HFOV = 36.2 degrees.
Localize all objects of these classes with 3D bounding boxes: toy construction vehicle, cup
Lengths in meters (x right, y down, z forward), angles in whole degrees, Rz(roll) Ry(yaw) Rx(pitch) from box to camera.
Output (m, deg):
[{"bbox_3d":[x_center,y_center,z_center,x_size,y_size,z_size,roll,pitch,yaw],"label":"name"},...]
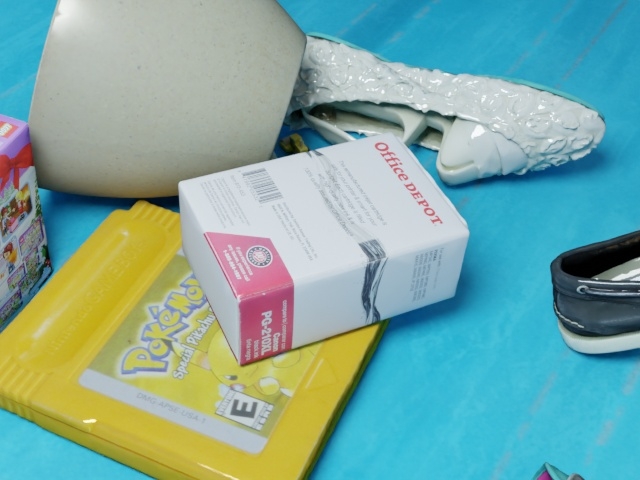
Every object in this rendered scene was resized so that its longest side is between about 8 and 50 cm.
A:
[{"bbox_3d":[-0.029,-0.099,1.177,0.086,0.035,0.098,-22,51,-26],"label":"toy construction vehicle"},{"bbox_3d":[-0.151,-0.179,1.071,0.237,0.331,0.331,18,44,-7],"label":"cup"}]

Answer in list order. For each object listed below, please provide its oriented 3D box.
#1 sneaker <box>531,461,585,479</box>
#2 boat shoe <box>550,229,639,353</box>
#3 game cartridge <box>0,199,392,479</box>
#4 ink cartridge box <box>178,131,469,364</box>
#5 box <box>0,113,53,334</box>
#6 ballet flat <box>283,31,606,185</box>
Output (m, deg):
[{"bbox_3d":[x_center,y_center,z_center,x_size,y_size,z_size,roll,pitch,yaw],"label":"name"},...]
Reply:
[{"bbox_3d":[0.257,0.244,0.805,0.295,0.124,0.178,-30,64,-30],"label":"sneaker"},{"bbox_3d":[0.385,0.011,0.949,0.340,0.113,0.127,-14,31,25],"label":"boat shoe"},{"bbox_3d":[-0.123,0.098,0.955,0.323,0.053,0.285,20,46,12],"label":"game cartridge"},{"bbox_3d":[0.000,0.000,0.964,0.237,0.100,0.172,-15,47,-19],"label":"ink cartridge box"},{"bbox_3d":[-0.350,0.046,0.874,0.057,0.201,0.293,18,45,11],"label":"box"},{"bbox_3d":[0.128,-0.137,1.189,0.409,0.147,0.147,17,45,16],"label":"ballet flat"}]
